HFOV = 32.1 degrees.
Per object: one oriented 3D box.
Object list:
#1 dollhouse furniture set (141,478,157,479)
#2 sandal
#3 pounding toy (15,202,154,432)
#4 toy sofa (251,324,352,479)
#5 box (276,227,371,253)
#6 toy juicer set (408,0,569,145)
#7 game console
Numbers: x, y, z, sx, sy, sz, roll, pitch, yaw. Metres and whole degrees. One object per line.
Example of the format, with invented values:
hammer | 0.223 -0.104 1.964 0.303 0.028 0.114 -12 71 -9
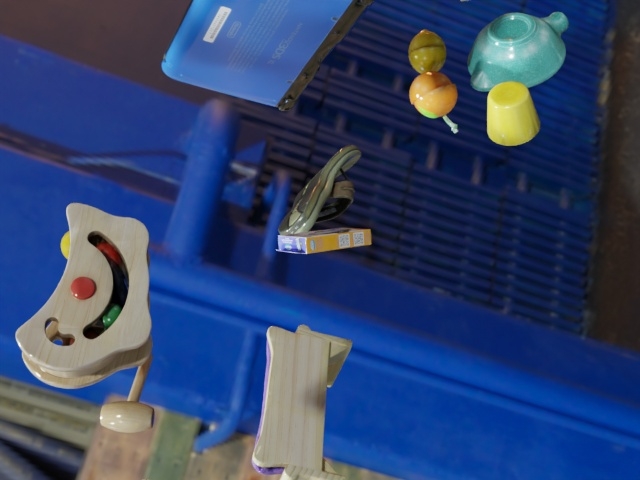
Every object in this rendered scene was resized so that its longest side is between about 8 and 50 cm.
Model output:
dollhouse furniture set | -0.250 0.362 1.520 0.058 0.152 0.076 -66 -26 -49
sandal | 0.009 -0.073 2.067 0.120 0.086 0.303 -44 10 39
pounding toy | -0.282 0.106 1.353 0.155 0.154 0.269 106 161 -63
toy sofa | -0.047 0.345 2.140 0.362 0.177 0.150 -86 13 -46
box | 0.000 0.000 1.701 0.081 0.136 0.028 5 98 56
toy juicer set | 0.235 -0.264 1.543 0.329 0.209 0.089 -63 -31 -33
game console | -0.023 -0.295 1.293 0.293 0.250 0.173 135 144 -59
